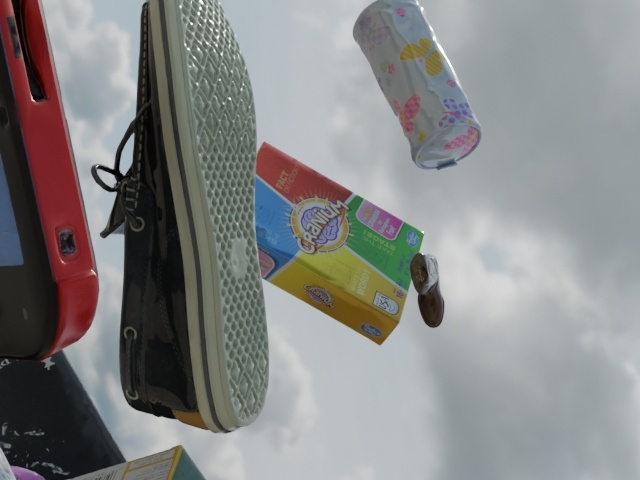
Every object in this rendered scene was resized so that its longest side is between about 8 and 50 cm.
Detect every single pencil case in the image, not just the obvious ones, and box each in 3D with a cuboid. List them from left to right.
[{"bbox_3d":[0.142,-0.238,1.741,0.124,0.113,0.273,112,-39,-54],"label":"pencil case"}]

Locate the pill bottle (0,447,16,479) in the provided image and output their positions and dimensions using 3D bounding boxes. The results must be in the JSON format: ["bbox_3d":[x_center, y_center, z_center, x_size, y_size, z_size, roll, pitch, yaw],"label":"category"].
[{"bbox_3d":[-0.394,0.250,1.092,0.108,0.193,0.108,56,-10,15],"label":"pill bottle"}]

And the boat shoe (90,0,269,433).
[{"bbox_3d":[-0.158,-0.042,1.246,0.187,0.156,0.500,-4,90,-69],"label":"boat shoe"}]

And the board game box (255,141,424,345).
[{"bbox_3d":[0.000,0.000,1.869,0.064,0.316,0.242,-55,-171,38],"label":"board game box"}]

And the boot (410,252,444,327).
[{"bbox_3d":[0.142,0.069,1.556,0.114,0.037,0.106,-1,84,-80],"label":"boot"}]

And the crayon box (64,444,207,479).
[{"bbox_3d":[-0.274,0.413,1.429,0.083,0.203,0.323,60,23,-25],"label":"crayon box"}]

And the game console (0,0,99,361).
[{"bbox_3d":[-0.330,-0.090,0.988,0.342,0.060,0.386,-4,-81,43],"label":"game console"}]

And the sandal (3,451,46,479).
[{"bbox_3d":[-0.454,0.363,1.678,0.169,0.416,0.102,-40,-128,40],"label":"sandal"}]

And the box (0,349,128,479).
[{"bbox_3d":[-0.607,0.454,2.083,0.472,0.480,0.297,50,-23,36],"label":"box"}]
